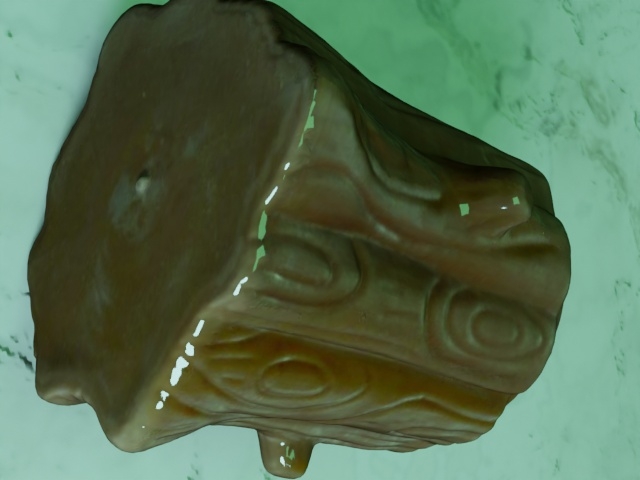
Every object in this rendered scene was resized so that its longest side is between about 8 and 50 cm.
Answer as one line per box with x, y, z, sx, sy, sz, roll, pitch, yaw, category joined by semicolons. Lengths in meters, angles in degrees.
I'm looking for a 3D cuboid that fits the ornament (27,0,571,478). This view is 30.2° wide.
0.000;0.000;0.605;0.218;0.221;0.235;20;49;-39;ornament
